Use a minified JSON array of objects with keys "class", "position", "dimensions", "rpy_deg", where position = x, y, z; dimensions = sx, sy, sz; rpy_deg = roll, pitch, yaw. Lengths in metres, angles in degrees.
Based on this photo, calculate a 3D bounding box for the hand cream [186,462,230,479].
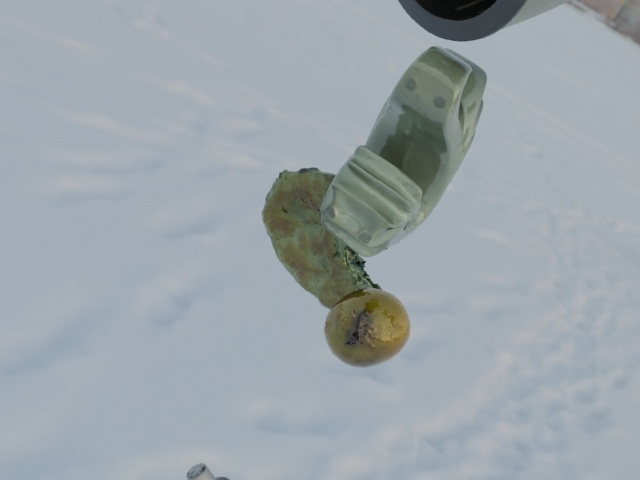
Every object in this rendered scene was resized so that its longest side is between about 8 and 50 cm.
[{"class":"hand cream","position":[-0.078,0.357,1.041],"dimensions":[0.257,0.084,0.050],"rpy_deg":[59,0,-12]}]

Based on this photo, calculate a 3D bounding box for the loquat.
[{"class":"loquat","position":[0.097,0.178,1.855],"dimensions":[0.204,0.172,0.149],"rpy_deg":[31,32,-64]}]

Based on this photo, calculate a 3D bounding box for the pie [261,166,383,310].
[{"class":"pie","position":[0.000,0.000,2.027],"dimensions":[0.297,0.371,0.078],"rpy_deg":[18,44,33]}]

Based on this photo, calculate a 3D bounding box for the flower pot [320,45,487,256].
[{"class":"flower pot","position":[0.152,-0.154,1.567],"dimensions":[0.165,0.367,0.254],"rpy_deg":[35,24,12]}]

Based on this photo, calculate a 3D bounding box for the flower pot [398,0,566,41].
[{"class":"flower pot","position":[0.297,-0.465,1.340],"dimensions":[0.330,0.293,0.293],"rpy_deg":[-23,51,-34]}]
